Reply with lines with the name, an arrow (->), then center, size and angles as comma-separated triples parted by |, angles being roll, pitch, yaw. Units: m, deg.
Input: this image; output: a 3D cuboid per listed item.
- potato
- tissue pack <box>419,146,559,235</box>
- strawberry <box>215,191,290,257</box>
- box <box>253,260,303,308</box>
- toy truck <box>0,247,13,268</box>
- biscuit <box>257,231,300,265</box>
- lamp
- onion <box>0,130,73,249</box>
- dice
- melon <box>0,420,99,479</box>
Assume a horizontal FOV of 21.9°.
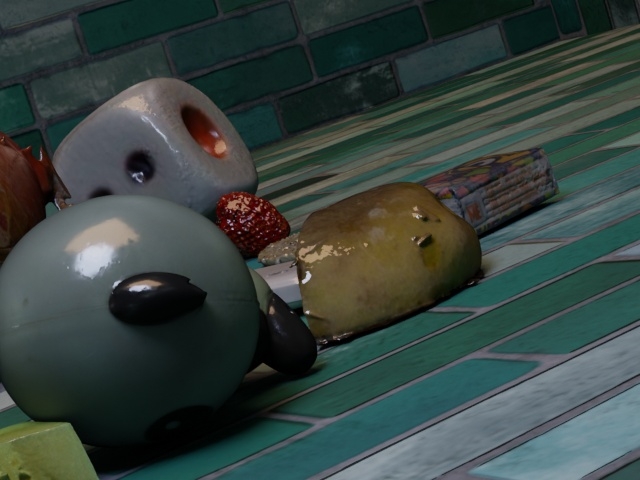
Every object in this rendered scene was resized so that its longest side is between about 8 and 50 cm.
potato -> 0.063, 0.006, 1.413 | 0.138, 0.098, 0.243 | -14, 9, 13
tissue pack -> 0.152, -0.042, 1.673 | 0.148, 0.060, 0.108 | -26, 11, -41
strawberry -> -0.083, -0.016, 1.976 | 0.096, 0.083, 0.083 | 15, 17, 14
box -> -0.099, 0.057, 1.597 | 0.285, 0.044, 0.142 | -14, 6, 29
toy truck -> -0.464, 0.088, 1.667 | 0.305, 0.162, 0.136 | -8, -1, 17
biscuit -> 0.000, 0.000, 1.862 | 0.152, 0.020, 0.152 | -17, 9, 3
lamp -> -0.124, 0.061, 1.192 | 0.197, 0.198, 0.244 | -13, -14, 27
onion -> -0.460, -0.002, 1.903 | 0.353, 0.354, 0.353 | -17, 8, 2
dice -> -0.208, -0.082, 2.088 | 0.192, 0.194, 0.193 | -37, -5, 21
melon -> -0.211, 0.162, 1.040 | 0.118, 0.064, 0.209 | -15, 6, 23
